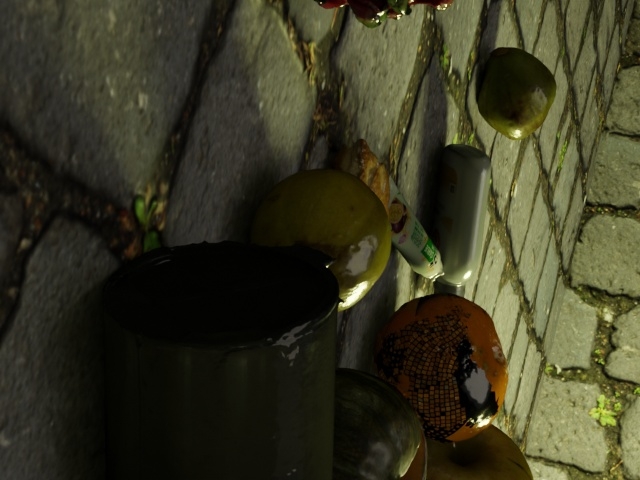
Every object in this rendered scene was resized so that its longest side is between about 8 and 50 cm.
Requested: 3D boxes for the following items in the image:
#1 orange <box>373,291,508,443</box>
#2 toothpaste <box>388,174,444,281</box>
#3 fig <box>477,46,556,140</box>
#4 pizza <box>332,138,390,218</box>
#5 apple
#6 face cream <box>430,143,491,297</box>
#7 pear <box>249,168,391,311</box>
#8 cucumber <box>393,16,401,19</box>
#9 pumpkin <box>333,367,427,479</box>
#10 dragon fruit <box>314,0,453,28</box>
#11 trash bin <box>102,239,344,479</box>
[{"bbox_3d":[0.187,0.192,1.738,0.234,0.182,0.234,-21,90,-75],"label":"orange"},{"bbox_3d":[0.132,-0.006,1.720,0.058,0.056,0.314,61,6,24],"label":"toothpaste"},{"bbox_3d":[0.351,-0.271,2.059,0.154,0.144,0.165,-27,126,-19],"label":"fig"},{"bbox_3d":[0.035,-0.052,1.417,0.182,0.062,0.161,-34,139,-57],"label":"pizza"},{"bbox_3d":[0.206,0.411,1.817,0.286,0.286,0.233,-48,153,-55],"label":"apple"},{"bbox_3d":[0.224,-0.008,1.887,0.144,0.071,0.291,-120,-146,-69],"label":"face cream"},{"bbox_3d":[0.000,0.000,1.204,0.162,0.149,0.149,-65,157,-51],"label":"pear"},{"bbox_3d":[0.090,-0.408,1.369,0.056,0.056,0.284,-34,127,-63],"label":"cucumber"},{"bbox_3d":[0.005,0.301,1.319,0.320,0.192,0.320,14,90,-70],"label":"pumpkin"},{"bbox_3d":[0.052,-0.341,1.130,0.198,0.218,0.273,-125,-162,-49],"label":"dragon fruit"},{"bbox_3d":[-0.087,0.173,0.981,0.252,0.203,0.301,-21,121,-46],"label":"trash bin"}]
